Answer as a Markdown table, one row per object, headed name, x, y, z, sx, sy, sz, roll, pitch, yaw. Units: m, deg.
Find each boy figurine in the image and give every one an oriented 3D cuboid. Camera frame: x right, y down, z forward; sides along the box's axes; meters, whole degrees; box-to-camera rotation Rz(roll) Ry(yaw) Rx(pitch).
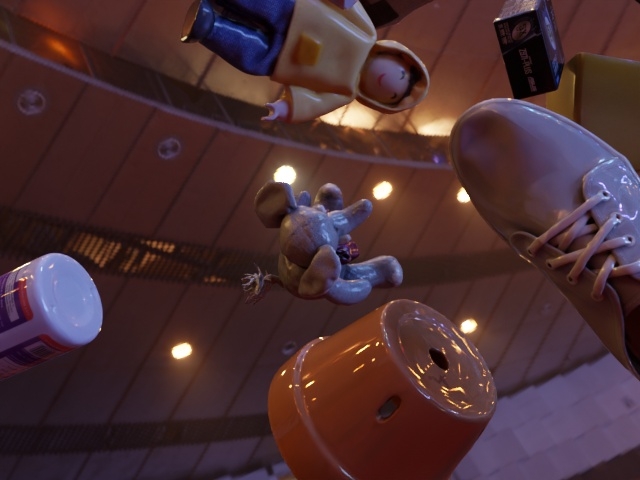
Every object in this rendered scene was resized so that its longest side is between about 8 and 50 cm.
| name | x | y | z | sx | sy | sz | roll | pitch | yaw |
| --- | --- | --- | --- | --- | --- | --- | --- | --- | --- |
| boy figurine | -0.009 | -0.205 | 0.855 | 0.285 | 0.092 | 0.177 | 21 | -81 | -21 |

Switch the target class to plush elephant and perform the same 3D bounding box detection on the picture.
| name | x | y | z | sx | sy | sz | roll | pitch | yaw |
| --- | --- | --- | --- | --- | --- | --- | --- | --- | --- |
| plush elephant | 0.000 | 0.000 | 1.529 | 0.329 | 0.272 | 0.255 | -25 | -16 | -22 |

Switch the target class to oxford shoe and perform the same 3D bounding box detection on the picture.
| name | x | y | z | sx | sy | sz | roll | pitch | yaw |
| --- | --- | --- | --- | --- | --- | --- | --- | --- | --- |
| oxford shoe | 0.314 | 0.007 | 0.873 | 0.169 | 0.449 | 0.130 | -45 | -14 | 22 |

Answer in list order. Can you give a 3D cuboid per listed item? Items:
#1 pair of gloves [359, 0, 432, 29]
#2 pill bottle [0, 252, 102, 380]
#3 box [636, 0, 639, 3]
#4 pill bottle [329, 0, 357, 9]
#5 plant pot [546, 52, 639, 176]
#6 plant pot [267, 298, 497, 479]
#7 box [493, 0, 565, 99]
| name | x | y | z | sx | sy | sz | roll | pitch | yaw |
| --- | --- | --- | --- | --- | --- | --- | --- | --- | --- |
| pair of gloves | 0.070 | -0.440 | 1.269 | 0.204 | 0.042 | 0.240 | -23 | -40 | 35 |
| pill bottle | -0.352 | 0.097 | 0.862 | 0.193 | 0.108 | 0.108 | -23 | -35 | 16 |
| box | 0.607 | -0.541 | 1.376 | 0.108 | 0.153 | 0.207 | -38 | -17 | -19 |
| pill bottle | -0.023 | -0.163 | 0.373 | 0.065 | 0.116 | 0.065 | -55 | -3 | -4 |
| plant pot | 0.548 | -0.222 | 1.470 | 0.212 | 0.187 | 0.212 | 10 | -3 | 1 |
| plant pot | 0.103 | 0.219 | 1.067 | 0.290 | 0.291 | 0.203 | 13 | -51 | -41 |
| box | 0.378 | -0.356 | 1.383 | 0.077 | 0.180 | 0.148 | -10 | -66 | 27 |
